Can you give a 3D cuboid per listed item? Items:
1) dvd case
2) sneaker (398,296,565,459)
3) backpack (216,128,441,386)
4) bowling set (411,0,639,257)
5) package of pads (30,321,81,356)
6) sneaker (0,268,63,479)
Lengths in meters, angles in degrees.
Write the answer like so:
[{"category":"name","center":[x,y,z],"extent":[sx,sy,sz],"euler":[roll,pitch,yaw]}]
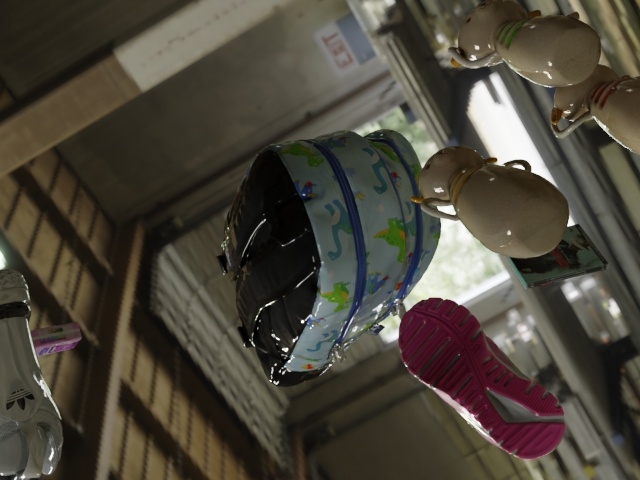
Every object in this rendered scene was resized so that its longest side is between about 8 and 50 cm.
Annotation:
[{"category":"dvd case","center":[0.309,0.020,1.429],"extent":[0.087,0.119,0.013],"euler":[-114,18,-46]},{"category":"sneaker","center":[0.187,0.172,1.266],"extent":[0.252,0.103,0.111],"euler":[48,178,32]},{"category":"backpack","center":[0.000,0.000,1.371],"extent":[0.355,0.273,0.290],"euler":[88,167,-69]},{"category":"bowling set","center":[0.171,-0.140,0.664],"extent":[0.200,0.287,0.154],"euler":[67,172,-22]},{"category":"package of pads","center":[-0.399,0.147,1.583],"extent":[0.050,0.083,0.032],"euler":[-41,64,53]},{"category":"sneaker","center":[-0.390,0.169,1.120],"extent":[0.137,0.365,0.210],"euler":[-15,-96,-41]}]
